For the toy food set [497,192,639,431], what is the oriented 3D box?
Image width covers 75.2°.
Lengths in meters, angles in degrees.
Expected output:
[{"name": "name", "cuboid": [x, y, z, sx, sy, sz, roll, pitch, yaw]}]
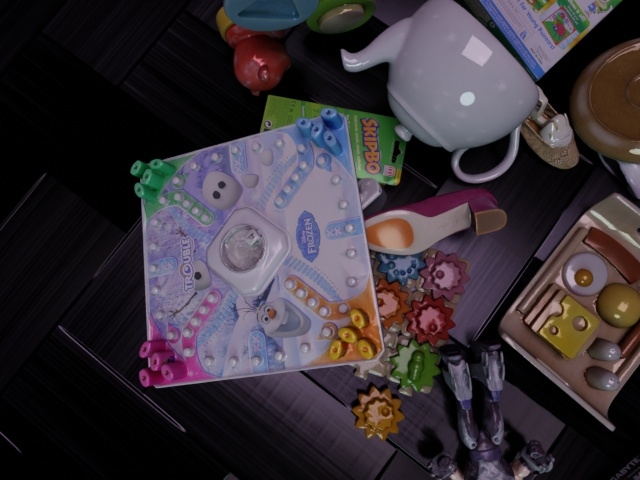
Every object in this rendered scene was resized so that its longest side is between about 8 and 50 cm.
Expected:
[{"name": "toy food set", "cuboid": [0.463, 0.109, 0.665, 0.219, 0.092, 0.306, 40, 85, 6]}]

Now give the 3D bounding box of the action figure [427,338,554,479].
[{"name": "action figure", "cuboid": [0.251, 0.305, 0.646, 0.185, 0.099, 0.285, -9, 86, -6]}]

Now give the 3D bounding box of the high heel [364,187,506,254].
[{"name": "high heel", "cuboid": [0.172, -0.042, 0.696, 0.243, 0.117, 0.082, -13, 113, 7]}]

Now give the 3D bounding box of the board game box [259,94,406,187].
[{"name": "board game box", "cuboid": [0.021, -0.175, 0.744, 0.259, 0.039, 0.124, 11, 83, 5]}]

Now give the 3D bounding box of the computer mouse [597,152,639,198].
[{"name": "computer mouse", "cuboid": [0.559, -0.109, 0.715, 0.106, 0.042, 0.193, -36, 83, -2]}]

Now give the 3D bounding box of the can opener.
[{"name": "can opener", "cuboid": [0.000, 0.000, 0.696, 0.280, 0.074, 0.093, -40, 121, 2]}]

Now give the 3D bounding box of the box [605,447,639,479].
[{"name": "box", "cuboid": [0.636, 0.422, 0.630, 0.293, 0.073, 0.296, -38, 84, -2]}]

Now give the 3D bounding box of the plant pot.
[{"name": "plant pot", "cuboid": [0.551, -0.244, 0.693, 0.236, 0.032, 0.237, -6, 74, 24]}]

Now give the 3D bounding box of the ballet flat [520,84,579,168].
[{"name": "ballet flat", "cuboid": [0.380, -0.212, 0.721, 0.073, 0.067, 0.206, -40, 84, -6]}]

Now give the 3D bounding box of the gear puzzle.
[{"name": "gear puzzle", "cuboid": [0.127, 0.162, 0.692, 0.175, 0.044, 0.339, 19, 84, 4]}]

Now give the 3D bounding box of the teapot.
[{"name": "teapot", "cuboid": [0.200, -0.230, 0.664, 0.187, 0.252, 0.256, -46, 65, 26]}]

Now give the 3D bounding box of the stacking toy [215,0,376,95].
[{"name": "stacking toy", "cuboid": [-0.021, -0.347, 0.654, 0.279, 0.309, 0.131, -9, 90, -10]}]

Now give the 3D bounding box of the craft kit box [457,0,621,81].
[{"name": "craft kit box", "cuboid": [0.379, -0.451, 0.728, 0.246, 0.061, 0.250, -42, 99, -1]}]

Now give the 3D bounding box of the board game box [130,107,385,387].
[{"name": "board game box", "cuboid": [-0.123, 0.013, 0.656, 0.389, 0.050, 0.391, -11, 77, 14]}]
